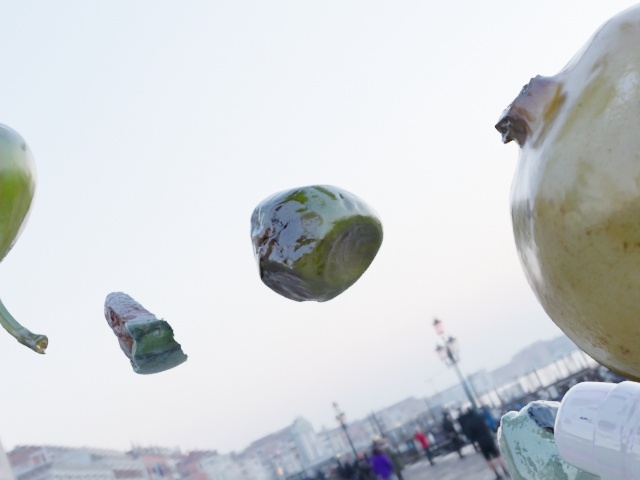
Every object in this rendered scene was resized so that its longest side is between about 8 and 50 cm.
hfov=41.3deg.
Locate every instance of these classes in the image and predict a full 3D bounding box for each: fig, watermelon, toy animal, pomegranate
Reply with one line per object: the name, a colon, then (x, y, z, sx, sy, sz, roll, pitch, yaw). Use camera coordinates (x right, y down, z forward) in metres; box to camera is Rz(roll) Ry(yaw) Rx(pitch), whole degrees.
fig: (-0.212, -0.012, 0.518, 0.093, 0.166, 0.093, -15, -44, -16)
watermelon: (-0.259, 0.133, 1.198, 0.071, 0.139, 0.187, -40, -18, -18)
toy animal: (0.263, 0.254, 0.853, 0.121, 0.225, 0.094, -1, -41, -28)
pomegranate: (0.238, -0.030, 0.541, 0.264, 0.264, 0.264, -23, -14, -6)
fig: (0.000, 0.000, 1.036, 0.166, 0.144, 0.154, -15, 15, -12)

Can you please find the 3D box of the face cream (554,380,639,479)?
face cream: (0.328, 0.166, 0.613, 0.102, 0.102, 0.345, -12, 12, -42)
